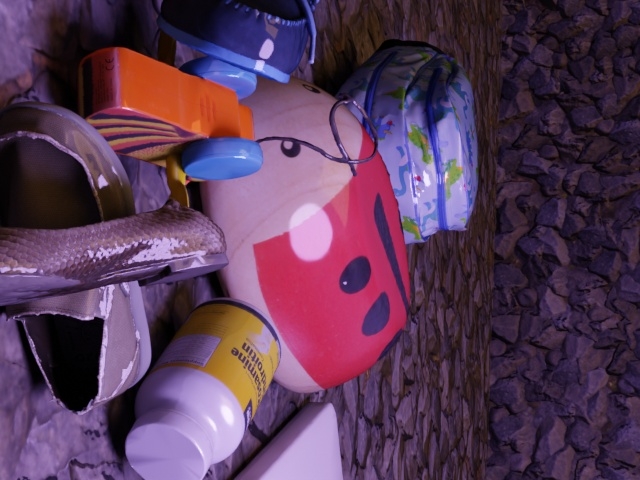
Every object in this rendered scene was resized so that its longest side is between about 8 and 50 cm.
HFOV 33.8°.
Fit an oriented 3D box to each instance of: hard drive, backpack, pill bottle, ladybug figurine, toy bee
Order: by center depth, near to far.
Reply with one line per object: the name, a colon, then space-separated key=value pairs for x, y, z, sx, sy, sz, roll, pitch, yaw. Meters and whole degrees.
toy bee: x=-0.112 y=-0.084 z=0.950 sx=0.298 sy=0.162 sz=0.195 roll=33 pitch=55 yaw=-35
pill bottle: x=-0.108 y=0.140 z=0.964 sx=0.184 sy=0.103 sz=0.103 roll=-62 pitch=145 yaw=-57
ladybug figurine: x=0.000 y=0.000 z=1.210 sx=0.449 sy=0.161 sz=0.305 roll=68 pitch=27 yaw=-46
hard drive: x=-0.044 y=0.355 z=1.216 sx=0.353 sy=0.047 sz=0.233 roll=-30 pitch=116 yaw=-69
backpack: x=0.117 y=-0.126 z=1.495 sx=0.355 sy=0.273 sz=0.290 roll=-27 pitch=119 yaw=-58

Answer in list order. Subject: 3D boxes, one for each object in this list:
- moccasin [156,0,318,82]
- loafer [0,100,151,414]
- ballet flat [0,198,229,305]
moccasin: x=-0.065 y=-0.222 z=0.894 sx=0.117 sy=0.137 sz=0.342 roll=-63 pitch=-166 yaw=16
loafer: x=-0.183 y=0.022 z=0.767 sx=0.087 sy=0.094 sz=0.251 roll=-69 pitch=151 yaw=-59
ballet flat: x=-0.163 y=0.004 z=0.689 sx=0.249 sy=0.084 sz=0.058 roll=-6 pitch=80 yaw=-44
